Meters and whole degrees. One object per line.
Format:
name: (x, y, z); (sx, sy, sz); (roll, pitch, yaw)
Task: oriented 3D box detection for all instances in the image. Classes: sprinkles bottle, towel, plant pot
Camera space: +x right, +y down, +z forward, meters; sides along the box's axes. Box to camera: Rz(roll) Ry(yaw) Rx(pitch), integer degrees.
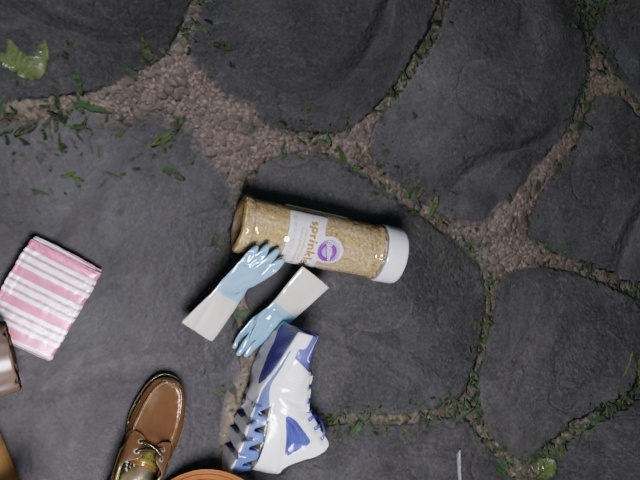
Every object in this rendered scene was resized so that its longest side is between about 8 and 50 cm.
sprinkles bottle: (0.000, 0.000, 1.486); (0.355, 0.121, 0.121); (12, 83, -18)
towel: (-0.516, 0.108, 1.344); (0.144, 0.029, 0.197); (30, 80, -15)
plant pot: (-0.605, 0.217, 1.230); (0.165, 0.167, 0.167); (-12, 91, -21)

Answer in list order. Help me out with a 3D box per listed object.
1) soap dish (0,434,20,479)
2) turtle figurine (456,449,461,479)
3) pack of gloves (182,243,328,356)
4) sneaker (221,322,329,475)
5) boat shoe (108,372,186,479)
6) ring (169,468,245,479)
soap dish: (-0.632, 0.449, 1.229); (0.228, 0.118, 0.291); (-22, 94, -20)
turtle figurine: (0.382, 0.658, 1.592); (0.197, 0.274, 0.266); (24, 99, -39)
pack of gloves: (-0.130, 0.116, 1.438); (0.232, 0.046, 0.195); (-46, 125, 6)
sneaker: (-0.057, 0.331, 1.446); (0.182, 0.127, 0.316); (23, 91, -22)
boat shoe: (-0.321, 0.402, 1.351); (0.110, 0.104, 0.307); (20, 80, -17)
ring: (-0.213, 0.587, 1.304); (0.336, 0.032, 0.337); (-7, 72, 20)
